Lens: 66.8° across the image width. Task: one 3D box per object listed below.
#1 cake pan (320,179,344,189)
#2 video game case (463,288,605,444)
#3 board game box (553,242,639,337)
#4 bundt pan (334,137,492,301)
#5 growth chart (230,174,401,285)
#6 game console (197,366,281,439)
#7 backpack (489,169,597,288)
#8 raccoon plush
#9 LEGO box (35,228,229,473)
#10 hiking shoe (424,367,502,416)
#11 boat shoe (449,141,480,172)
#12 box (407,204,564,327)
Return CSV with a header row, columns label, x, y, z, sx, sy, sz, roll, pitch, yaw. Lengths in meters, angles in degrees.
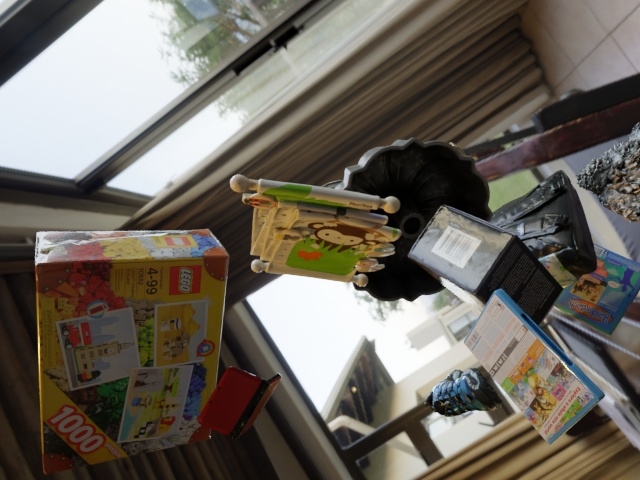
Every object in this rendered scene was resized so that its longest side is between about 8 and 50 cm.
label,x,y,z,sx,sy,sz,roll,pitch,yaw
cake pan,0.055,-0.030,1.406,0.293,0.293,0.054,57,-157,13
video game case,0.260,0.159,0.618,0.166,0.015,0.119,54,147,35
board game box,0.772,0.134,1.337,0.160,0.210,0.047,33,179,35
bundt pan,0.162,-0.049,0.968,0.331,0.331,0.124,52,-176,-24
growth chart,0.000,0.000,0.517,0.237,0.172,0.021,102,173,-66
game console,-0.166,0.330,1.020,0.085,0.144,0.124,33,-172,15
backpack,0.521,0.030,1.284,0.273,0.355,0.290,41,-138,-32
raccoon plush,0.667,-0.245,0.925,0.216,0.299,0.446,-130,21,-56
LEGO box,-0.436,0.236,1.120,0.372,0.500,0.193,-2,-158,-28
hiking shoe,0.352,0.399,1.213,0.113,0.132,0.304,53,171,15
boat shoe,0.368,-0.190,1.278,0.170,0.059,0.063,37,-167,-36
box,0.272,0.053,0.797,0.207,0.108,0.153,34,180,-39
